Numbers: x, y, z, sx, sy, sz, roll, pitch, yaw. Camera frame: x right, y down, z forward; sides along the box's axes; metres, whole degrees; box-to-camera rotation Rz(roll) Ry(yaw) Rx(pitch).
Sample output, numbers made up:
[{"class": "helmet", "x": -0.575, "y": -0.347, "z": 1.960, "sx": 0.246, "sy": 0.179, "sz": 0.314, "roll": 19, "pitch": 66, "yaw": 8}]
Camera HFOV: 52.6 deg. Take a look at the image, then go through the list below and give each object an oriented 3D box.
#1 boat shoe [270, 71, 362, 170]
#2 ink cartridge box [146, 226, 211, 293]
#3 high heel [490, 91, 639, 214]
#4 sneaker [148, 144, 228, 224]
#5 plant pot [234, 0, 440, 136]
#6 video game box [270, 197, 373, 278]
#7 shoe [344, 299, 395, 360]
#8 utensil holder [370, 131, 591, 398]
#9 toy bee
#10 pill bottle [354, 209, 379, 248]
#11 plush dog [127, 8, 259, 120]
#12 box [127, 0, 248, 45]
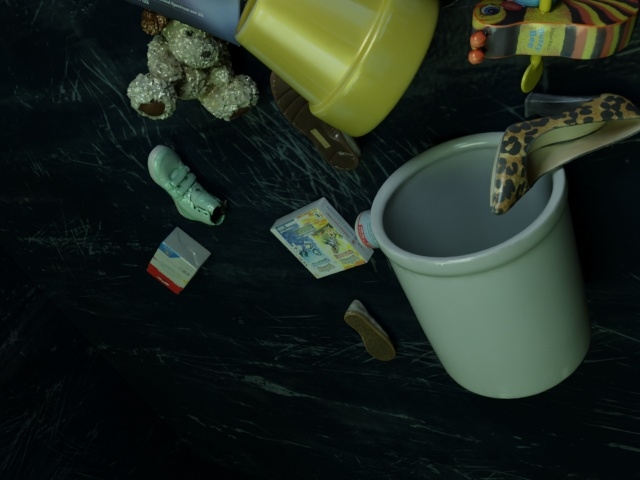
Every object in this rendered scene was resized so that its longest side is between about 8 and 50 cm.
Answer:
[{"class": "boat shoe", "x": -0.003, "y": -0.252, "z": 1.256, "sx": 0.095, "sy": 0.095, "sz": 0.257, "roll": -9, "pitch": 134, "yaw": 35}, {"class": "ink cartridge box", "x": -0.443, "y": 0.067, "z": 2.003, "sx": 0.134, "sy": 0.078, "sz": 0.231, "roll": 39, "pitch": 145, "yaw": -6}, {"class": "high heel", "x": 0.369, "y": -0.128, "z": 0.966, "sx": 0.186, "sy": 0.261, "sz": 0.093, "roll": 14, "pitch": 149, "yaw": 30}, {"class": "sneaker", "x": -0.327, "y": -0.138, "z": 1.652, "sx": 0.151, "sy": 0.094, "sz": 0.256, "roll": 18, "pitch": 152, "yaw": 31}, {"class": "plant pot", "x": 0.011, "y": -0.321, "z": 0.981, "sx": 0.239, "sy": 0.254, "sz": 0.254, "roll": 24, "pitch": 149, "yaw": -19}, {"class": "video game box", "x": 0.000, "y": 0.000, "z": 1.598, "sx": 0.187, "sy": 0.048, "sz": 0.205, "roll": 44, "pitch": 144, "yaw": -18}, {"class": "shoe", "x": 0.142, "y": 0.248, "z": 1.776, "sx": 0.077, "sy": 0.058, "sz": 0.219, "roll": -21, "pitch": 124, "yaw": 27}, {"class": "utensil holder", "x": 0.310, "y": 0.053, "z": 1.180, "sx": 0.328, "sy": 0.327, "sz": 0.385, "roll": 3, "pitch": 137, "yaw": 37}, {"class": "toy bee", "x": 0.282, "y": -0.295, "z": 0.926, "sx": 0.298, "sy": 0.162, "sz": 0.195, "roll": 1, "pitch": 135, "yaw": 38}, {"class": "pill bottle", "x": 0.158, "y": -0.034, "z": 1.394, "sx": 0.160, "sy": 0.087, "sz": 0.087, "roll": -12, "pitch": 125, "yaw": 46}, {"class": "plush dog", "x": -0.243, "y": -0.373, "z": 1.251, "sx": 0.225, "sy": 0.263, "sz": 0.210, "roll": -58, "pitch": 47, "yaw": 44}, {"class": "box", "x": -0.211, "y": -0.522, "z": 1.037, "sx": 0.296, "sy": 0.182, "sz": 0.294, "roll": 24, "pitch": 142, "yaw": 13}]
